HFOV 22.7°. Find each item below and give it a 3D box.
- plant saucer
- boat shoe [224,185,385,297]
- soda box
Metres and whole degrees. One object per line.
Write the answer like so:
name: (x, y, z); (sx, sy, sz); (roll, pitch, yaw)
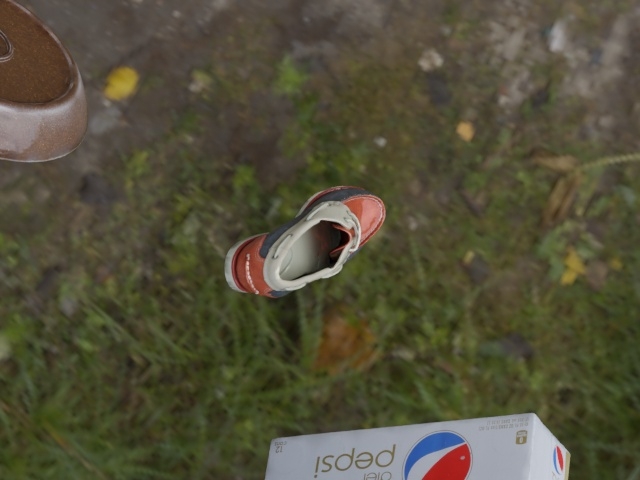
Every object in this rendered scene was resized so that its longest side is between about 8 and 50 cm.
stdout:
plant saucer: (-0.210, -0.114, 0.958); (0.168, 0.168, 0.029); (11, 126, -40)
boat shoe: (0.000, 0.000, 0.990); (0.137, 0.043, 0.049); (-26, 107, -45)
soda box: (0.066, 0.179, 1.141); (0.069, 0.216, 0.074); (46, 44, -45)
